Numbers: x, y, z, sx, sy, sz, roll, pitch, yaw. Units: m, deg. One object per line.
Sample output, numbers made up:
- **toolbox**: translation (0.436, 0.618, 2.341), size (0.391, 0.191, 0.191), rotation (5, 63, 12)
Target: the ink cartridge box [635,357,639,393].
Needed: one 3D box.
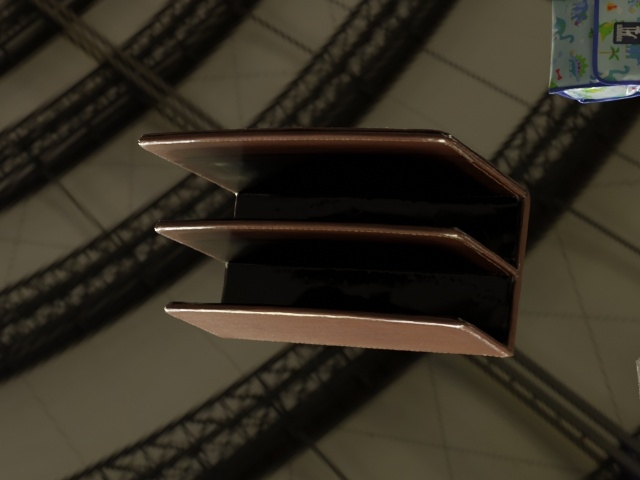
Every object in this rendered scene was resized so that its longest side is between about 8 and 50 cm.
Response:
- **ink cartridge box**: translation (0.401, 0.126, 1.297), size (0.198, 0.115, 0.067), rotation (-7, -90, 20)

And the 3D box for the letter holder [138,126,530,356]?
- **letter holder**: translation (0.000, 0.000, 1.220), size (0.301, 0.214, 0.152), rotation (2, -104, 28)

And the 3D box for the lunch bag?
- **lunch bag**: translation (0.354, -0.239, 1.690), size (0.151, 0.096, 0.129), rotation (-1, -96, 46)
